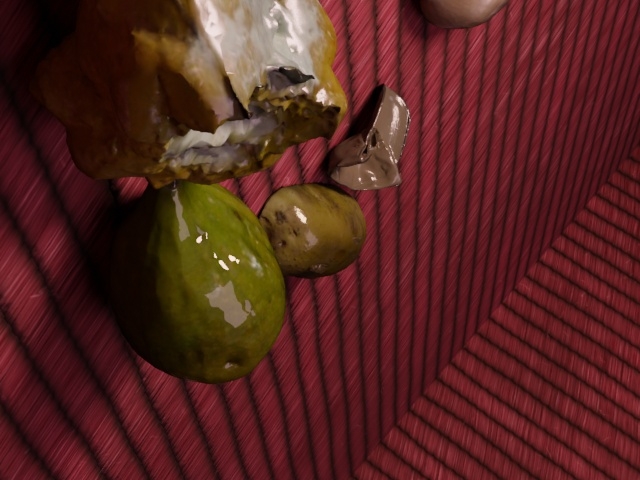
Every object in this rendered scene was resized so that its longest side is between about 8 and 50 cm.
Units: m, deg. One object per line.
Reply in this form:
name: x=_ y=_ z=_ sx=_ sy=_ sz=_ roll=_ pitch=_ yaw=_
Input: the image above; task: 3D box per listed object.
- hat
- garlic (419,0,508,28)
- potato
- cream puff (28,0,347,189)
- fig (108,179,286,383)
hat: x=0.078 y=-0.166 z=1.712 sx=0.147 sy=0.085 sz=0.175 roll=32 pitch=69 yaw=-56
garlic: x=0.247 y=-0.406 z=1.678 sx=0.318 sy=0.112 sz=0.143 roll=-43 pitch=154 yaw=-52
potato: x=0.000 y=0.000 z=1.714 sx=0.271 sy=0.111 sz=0.160 roll=-2 pitch=122 yaw=-63
cream puff: x=-0.143 y=-0.199 z=1.052 sx=0.323 sy=0.269 sz=0.274 roll=3 pitch=80 yaw=-63
fig: x=-0.140 y=0.017 z=1.324 sx=0.233 sy=0.233 sz=0.314 roll=-22 pitch=136 yaw=-52
